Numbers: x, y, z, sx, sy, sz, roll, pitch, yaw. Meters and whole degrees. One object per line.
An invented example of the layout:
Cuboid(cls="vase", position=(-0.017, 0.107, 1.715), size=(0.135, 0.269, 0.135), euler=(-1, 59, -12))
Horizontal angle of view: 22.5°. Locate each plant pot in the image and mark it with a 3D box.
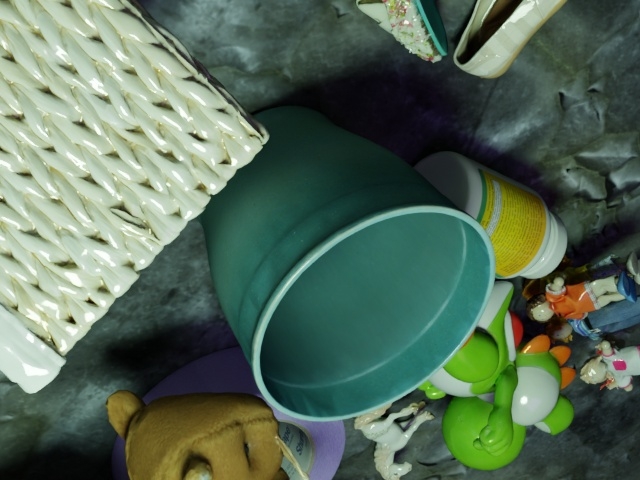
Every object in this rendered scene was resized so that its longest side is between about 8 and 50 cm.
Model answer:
Cuboid(cls="plant pot", position=(0.000, 0.000, 1.660), size=(0.271, 0.255, 0.272), euler=(-19, 136, -19))

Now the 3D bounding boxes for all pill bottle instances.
Cuboid(cls="pill bottle", position=(0.195, -0.021, 1.883), size=(0.208, 0.117, 0.117), euler=(20, 114, -45))

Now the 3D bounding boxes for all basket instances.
Cuboid(cls="basket", position=(-0.258, -0.115, 1.259), size=(0.266, 0.328, 0.331), euler=(-46, 107, 1))

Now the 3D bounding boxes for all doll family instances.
Cuboid(cls="doll family", position=(0.354, 0.088, 2.082), size=(0.163, 0.118, 0.263), euler=(-15, 139, 27))

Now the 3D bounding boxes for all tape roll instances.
Cuboid(cls="tape roll", position=(-0.110, 0.258, 1.945), size=(0.274, 0.090, 0.275), euler=(-20, 136, -21))

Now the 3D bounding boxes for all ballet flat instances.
Cuboid(cls="ballet flat", position=(0.063, -0.270, 1.608), size=(0.077, 0.091, 0.241), euler=(-11, 136, 15))

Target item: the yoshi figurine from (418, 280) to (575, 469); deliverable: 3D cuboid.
Cuboid(cls="yoshi figurine", position=(0.177, 0.184, 1.995), size=(0.203, 0.204, 0.362), euler=(-16, 144, 35))

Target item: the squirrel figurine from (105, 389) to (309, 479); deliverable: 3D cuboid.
Cuboid(cls="squirrel figurine", position=(-0.167, 0.349, 1.724), size=(0.397, 0.281, 0.370), euler=(-23, 131, -20))

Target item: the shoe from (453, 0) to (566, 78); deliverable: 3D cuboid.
Cuboid(cls="shoe", position=(0.214, -0.264, 1.706), size=(0.058, 0.076, 0.219), euler=(6, 125, -45))

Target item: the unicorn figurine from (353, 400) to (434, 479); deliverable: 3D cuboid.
Cuboid(cls="unicorn figurine", position=(0.096, 0.255, 2.118), size=(0.111, 0.060, 0.162), euler=(-43, 123, 7))
